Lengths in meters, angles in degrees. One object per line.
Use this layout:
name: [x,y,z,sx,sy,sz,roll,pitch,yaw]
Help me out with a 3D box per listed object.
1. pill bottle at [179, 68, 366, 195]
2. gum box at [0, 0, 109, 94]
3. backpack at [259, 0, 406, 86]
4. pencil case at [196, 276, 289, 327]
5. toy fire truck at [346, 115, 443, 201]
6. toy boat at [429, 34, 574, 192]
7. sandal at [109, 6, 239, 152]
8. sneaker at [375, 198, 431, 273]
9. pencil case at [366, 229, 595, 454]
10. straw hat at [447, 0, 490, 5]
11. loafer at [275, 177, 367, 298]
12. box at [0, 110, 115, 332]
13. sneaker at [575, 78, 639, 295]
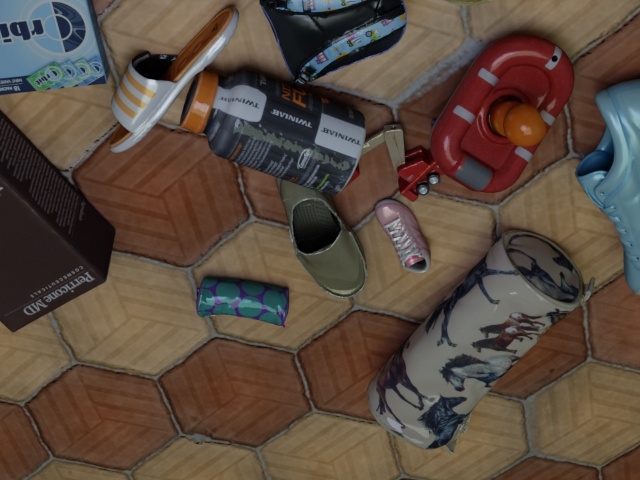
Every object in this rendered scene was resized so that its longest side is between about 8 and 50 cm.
pill bottle: [-0.070,-0.160,1.502,0.246,0.130,0.130,18,124,-17]
gum box: [-0.382,-0.292,1.442,0.157,0.041,0.184,-6,126,2]
backpack: [0.021,-0.308,1.402,0.173,0.117,0.158,-18,126,11]
pencil case: [-0.126,0.100,1.738,0.152,0.064,0.070,8,110,-8]
toy fire truck: [0.121,-0.129,1.587,0.135,0.047,0.192,34,118,-23]
toy boat: [0.265,-0.170,1.475,0.151,0.151,0.231,28,97,-23]
sandal: [-0.220,-0.236,1.465,0.076,0.102,0.265,37,109,-25]
sneaker: [0.133,-0.002,1.670,0.051,0.070,0.134,-27,123,19]
pencil case: [0.257,0.167,1.746,0.183,0.160,0.410,30,120,-13]
straw hat: [0.194,-0.379,1.393,0.144,0.061,0.144,-8,143,-6]
loafer: [0.000,0.000,1.650,0.102,0.092,0.268,-20,126,12]
box: [-0.496,-0.059,1.555,0.191,0.143,0.381,-28,125,17]
sneaker: [0.456,-0.077,1.604,0.150,0.135,0.366,-1,119,8]
